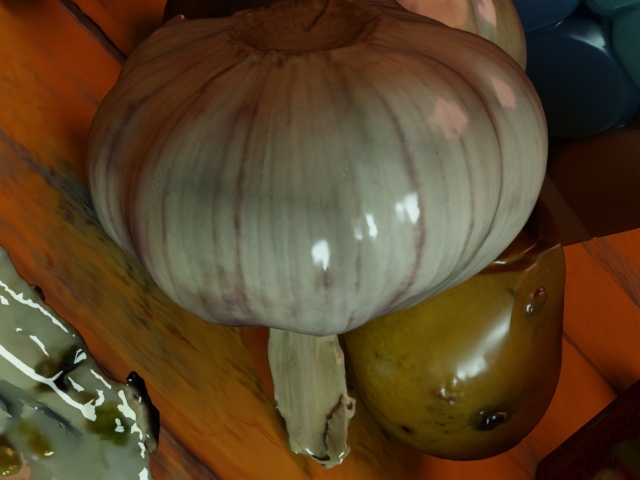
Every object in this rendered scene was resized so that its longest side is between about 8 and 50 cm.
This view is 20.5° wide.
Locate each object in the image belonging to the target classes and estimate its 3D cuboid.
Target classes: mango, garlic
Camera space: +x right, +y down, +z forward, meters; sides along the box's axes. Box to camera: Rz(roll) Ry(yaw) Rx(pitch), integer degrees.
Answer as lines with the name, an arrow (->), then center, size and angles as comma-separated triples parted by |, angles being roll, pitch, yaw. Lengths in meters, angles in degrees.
mango -> 0.072, 0.045, 1.111 | 0.236, 0.136, 0.166 | -109, -170, -62
garlic -> 0.000, 0.000, 0.954 | 0.245, 0.245, 0.253 | -67, 155, -69

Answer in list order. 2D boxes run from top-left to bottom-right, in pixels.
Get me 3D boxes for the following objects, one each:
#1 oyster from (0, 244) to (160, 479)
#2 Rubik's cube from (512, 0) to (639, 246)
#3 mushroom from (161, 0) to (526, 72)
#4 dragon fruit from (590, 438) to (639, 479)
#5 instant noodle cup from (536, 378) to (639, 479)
oyster -> -0.146, 0.085, 0.610 | 0.294, 0.094, 0.166 | 55, 34, -30
Rubik's cube -> 0.228, -0.238, 1.465 | 0.344, 0.346, 0.347 | 49, 42, -33
mushroom -> 0.018, -0.124, 1.175 | 0.255, 0.254, 0.184 | 20, 72, -60
dragon fruit -> 0.200, 0.246, 0.927 | 0.237, 0.231, 0.303 | 26, 20, -33
instant noodle cup -> 0.289, 0.191, 1.291 | 0.250, 0.192, 0.250 | 47, 19, -22
